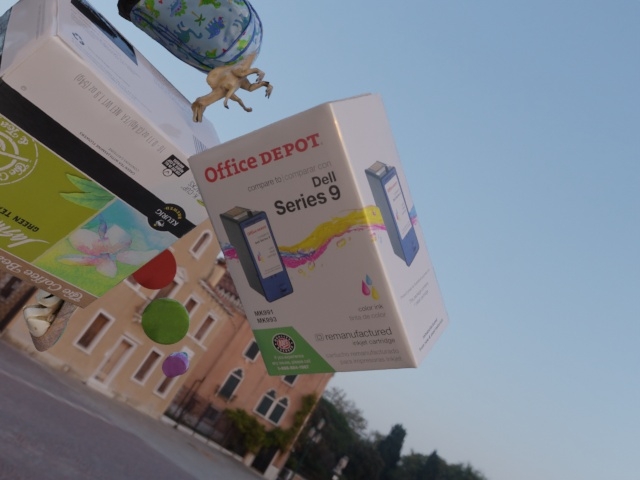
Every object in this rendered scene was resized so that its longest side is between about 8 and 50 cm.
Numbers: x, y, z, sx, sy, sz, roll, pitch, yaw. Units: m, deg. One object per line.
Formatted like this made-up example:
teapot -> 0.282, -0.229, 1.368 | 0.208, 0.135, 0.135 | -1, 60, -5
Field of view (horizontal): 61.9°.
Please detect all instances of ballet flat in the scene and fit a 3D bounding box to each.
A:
ballet flat -> -0.683, 0.165, 1.354 | 0.107, 0.316, 0.106 | 49, 19, 28

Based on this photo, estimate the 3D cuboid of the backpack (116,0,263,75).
backpack -> -0.321, -0.604, 1.448 | 0.355, 0.290, 0.273 | 45, -7, -19

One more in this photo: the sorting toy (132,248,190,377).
sorting toy -> -0.411, 0.183, 1.458 | 0.127, 0.365, 0.126 | -9, 7, 2

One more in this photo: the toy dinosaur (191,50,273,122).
toy dinosaur -> -0.120, -0.242, 0.792 | 0.093, 0.183, 0.053 | 23, -31, 19

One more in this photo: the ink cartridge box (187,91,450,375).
ink cartridge box -> 0.000, 0.000, 0.458 | 0.155, 0.093, 0.212 | -12, -80, 34

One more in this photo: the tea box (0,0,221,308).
tea box -> -0.362, -0.123, 0.774 | 0.329, 0.324, 0.219 | 43, 16, -46
